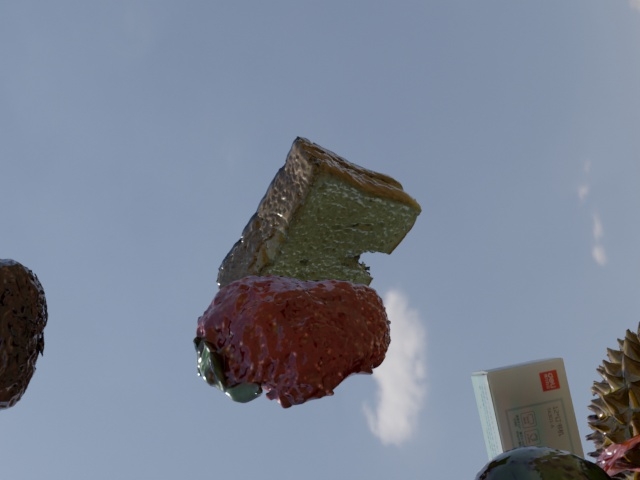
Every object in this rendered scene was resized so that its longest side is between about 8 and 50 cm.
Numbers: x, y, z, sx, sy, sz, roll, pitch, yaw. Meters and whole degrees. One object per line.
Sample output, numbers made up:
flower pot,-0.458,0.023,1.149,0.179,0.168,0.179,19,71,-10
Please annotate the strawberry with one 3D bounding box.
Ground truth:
strawberry,-0.012,0.067,0.693,0.187,0.146,0.082,-11,-62,-38

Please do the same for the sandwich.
sandwich,0.001,0.001,1.387,0.249,0.273,0.095,16,-153,-39

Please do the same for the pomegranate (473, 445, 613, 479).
pomegranate,0.256,0.291,0.881,0.202,0.247,0.202,52,-161,-27

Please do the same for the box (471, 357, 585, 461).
box,0.327,0.323,1.378,0.079,0.135,0.270,138,122,-76

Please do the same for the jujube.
jujube,-0.342,0.100,0.961,0.104,0.104,0.166,9,-105,-58

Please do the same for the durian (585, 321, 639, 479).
durian,0.485,0.236,1.047,0.348,0.347,0.384,55,-168,-32
